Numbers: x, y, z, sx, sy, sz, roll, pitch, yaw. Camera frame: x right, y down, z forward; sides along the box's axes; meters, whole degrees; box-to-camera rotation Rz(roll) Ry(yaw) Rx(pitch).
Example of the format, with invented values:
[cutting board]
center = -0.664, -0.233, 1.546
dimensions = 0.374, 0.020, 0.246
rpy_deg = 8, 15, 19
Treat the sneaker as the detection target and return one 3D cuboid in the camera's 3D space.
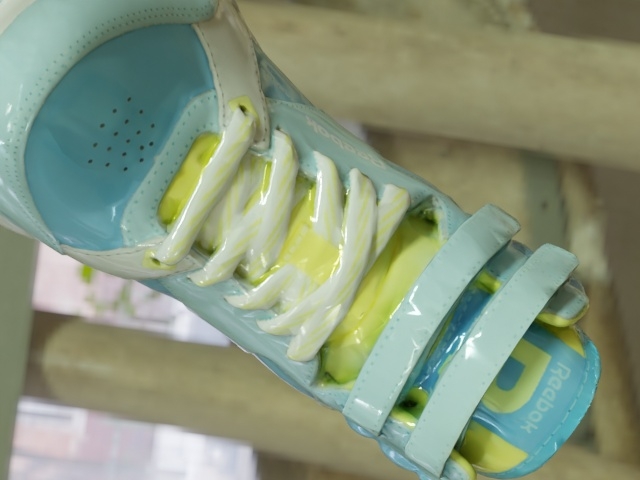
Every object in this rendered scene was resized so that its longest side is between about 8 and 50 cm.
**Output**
[sneaker]
center = 0.000, 0.000, 0.735
dimensions = 0.127, 0.208, 0.319
rpy_deg = -57, -28, 3
